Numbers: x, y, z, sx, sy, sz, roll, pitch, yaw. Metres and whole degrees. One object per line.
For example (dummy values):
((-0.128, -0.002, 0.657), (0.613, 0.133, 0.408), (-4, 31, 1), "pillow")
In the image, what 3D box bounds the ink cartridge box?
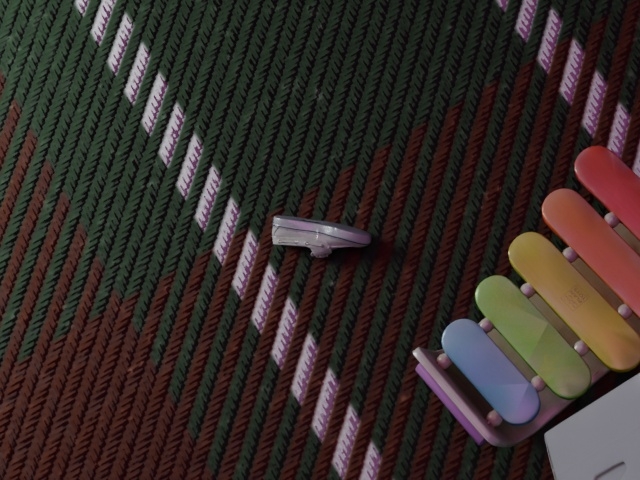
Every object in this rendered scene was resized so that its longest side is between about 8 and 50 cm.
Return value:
((0.313, 0.166, 1.323), (0.208, 0.153, 0.087), (-1, 65, -30), "ink cartridge box")

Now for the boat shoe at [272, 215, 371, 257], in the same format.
((0.000, 0.000, 1.564), (0.100, 0.035, 0.035), (9, 100, 11), "boat shoe")

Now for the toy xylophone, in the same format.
((0.258, 0.075, 1.454), (0.236, 0.081, 0.323), (40, 83, 21), "toy xylophone")
